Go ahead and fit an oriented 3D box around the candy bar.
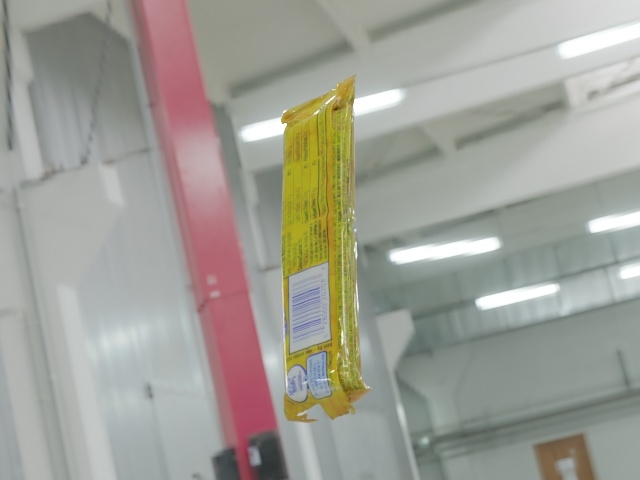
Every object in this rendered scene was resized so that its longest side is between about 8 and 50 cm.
[{"bbox_3d":[0.000,0.000,0.564,0.040,0.162,0.018,-22,-39,27],"label":"candy bar"}]
